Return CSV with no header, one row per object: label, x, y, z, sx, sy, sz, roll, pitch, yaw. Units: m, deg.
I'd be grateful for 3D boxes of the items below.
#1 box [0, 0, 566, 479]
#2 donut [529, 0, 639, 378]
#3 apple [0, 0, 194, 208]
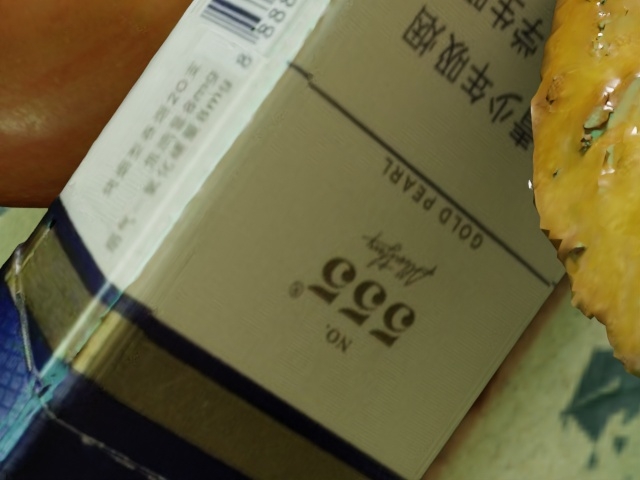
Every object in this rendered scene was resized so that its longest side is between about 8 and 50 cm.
box,0.000,0.000,0.638,0.259,0.168,0.071,-53,43,-2
donut,0.195,-0.057,0.537,0.278,0.108,0.277,-24,48,30
apple,-0.084,-0.132,0.758,0.241,0.242,0.242,-6,59,39
